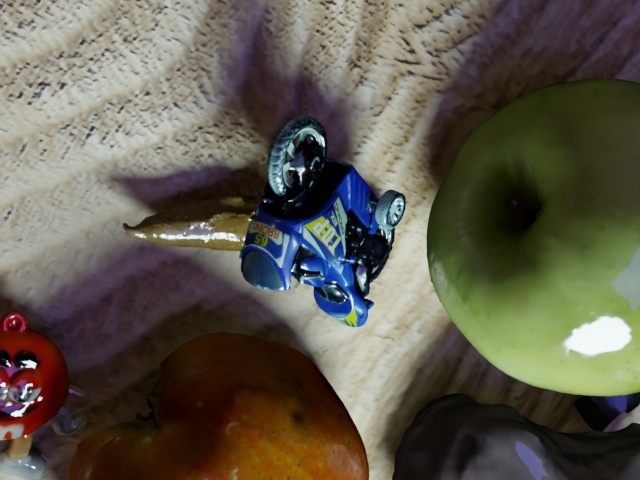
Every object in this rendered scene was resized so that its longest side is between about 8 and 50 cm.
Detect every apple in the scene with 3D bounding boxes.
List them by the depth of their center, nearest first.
[{"bbox_3d":[0.301,0.006,1.171,0.357,0.357,0.357,-10,120,-17],"label":"apple"},{"bbox_3d":[-0.106,0.282,1.206,0.295,0.328,0.365,-10,140,20],"label":"apple"}]

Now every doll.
[{"bbox_3d":[-0.333,0.171,1.147,0.183,0.085,0.217,14,120,-27],"label":"doll"}]

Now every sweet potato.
[{"bbox_3d":[-0.112,-0.018,1.146,0.206,0.060,0.068,-6,128,-30],"label":"sweet potato"}]

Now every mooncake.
[{"bbox_3d":[0.281,0.366,1.331,0.381,0.212,0.350,2,83,-15],"label":"mooncake"}]

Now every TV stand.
[{"bbox_3d":[0.470,0.171,1.505,0.256,0.040,0.049,-36,125,-1],"label":"TV stand"}]

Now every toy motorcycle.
[{"bbox_3d":[0.000,0.000,1.133,0.169,0.113,0.315,-62,150,-12],"label":"toy motorcycle"}]
